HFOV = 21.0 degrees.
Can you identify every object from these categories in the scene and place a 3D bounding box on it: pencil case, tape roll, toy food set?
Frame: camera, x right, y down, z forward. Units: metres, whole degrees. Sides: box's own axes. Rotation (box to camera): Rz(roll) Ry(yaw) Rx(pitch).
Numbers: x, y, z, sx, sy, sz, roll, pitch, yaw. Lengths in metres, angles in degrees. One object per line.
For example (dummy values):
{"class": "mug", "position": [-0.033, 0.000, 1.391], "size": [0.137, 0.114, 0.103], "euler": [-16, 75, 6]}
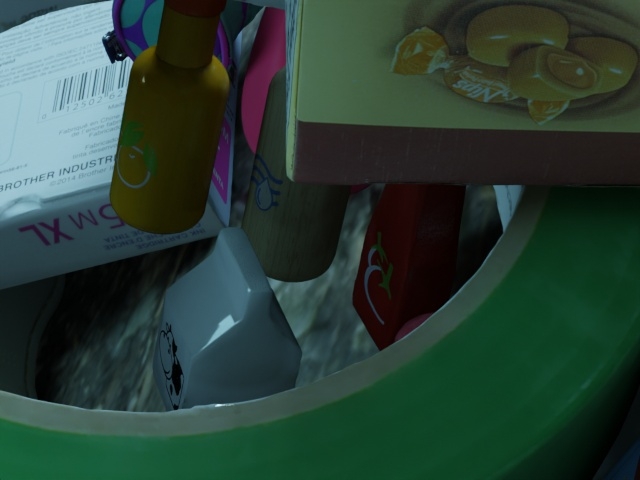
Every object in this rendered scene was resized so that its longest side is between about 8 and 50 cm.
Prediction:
{"class": "pencil case", "position": [-0.049, -0.133, 0.858], "size": [0.064, 0.070, 0.151], "euler": [4, 34, 20]}
{"class": "tape roll", "position": [-0.049, -0.023, 0.540], "size": [0.077, 0.321, 0.321], "euler": [92, -177, -54]}
{"class": "toy food set", "position": [0.000, 0.000, 0.612], "size": [0.232, 0.111, 0.104], "euler": [-117, 33, -51]}

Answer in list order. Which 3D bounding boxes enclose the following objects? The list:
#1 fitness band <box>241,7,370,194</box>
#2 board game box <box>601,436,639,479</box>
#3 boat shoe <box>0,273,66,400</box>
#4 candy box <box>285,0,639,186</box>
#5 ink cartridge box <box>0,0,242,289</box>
{"class": "fitness band", "position": [0.063, -0.149, 0.745], "size": [0.291, 0.054, 0.209], "euler": [-60, 24, 3]}
{"class": "board game box", "position": [0.087, 0.143, 0.443], "size": [0.211, 0.039, 0.160], "euler": [-53, 29, 19]}
{"class": "boat shoe", "position": [-0.198, 0.057, 0.970], "size": [0.079, 0.095, 0.254], "euler": [-29, 50, 31]}
{"class": "candy box", "position": [0.080, -0.158, 0.545], "size": [0.087, 0.183, 0.316], "euler": [94, 176, -50]}
{"class": "ink cartridge box", "position": [-0.136, -0.113, 0.960], "size": [0.186, 0.065, 0.311], "euler": [-14, 49, 16]}
